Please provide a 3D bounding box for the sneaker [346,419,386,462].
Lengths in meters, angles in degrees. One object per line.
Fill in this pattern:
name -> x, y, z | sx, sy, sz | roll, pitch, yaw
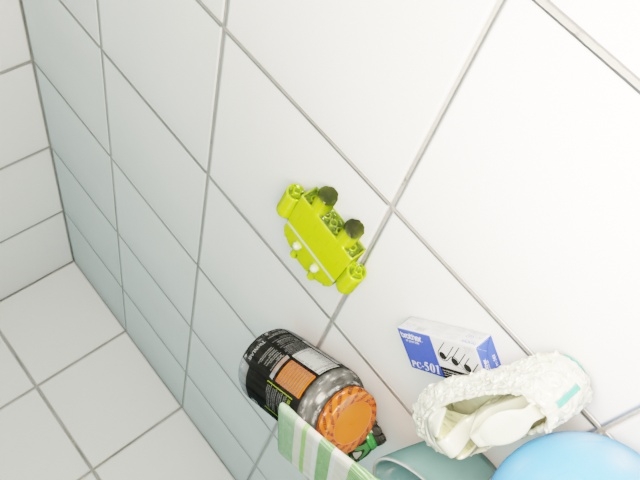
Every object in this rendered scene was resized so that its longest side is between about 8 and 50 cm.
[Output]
sneaker -> 0.011, 0.486, 1.846 | 0.343, 0.146, 0.134 | 6, 124, 57

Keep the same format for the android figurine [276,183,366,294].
android figurine -> 0.000, 0.000, 1.457 | 0.248, 0.056, 0.273 | 53, 151, 8

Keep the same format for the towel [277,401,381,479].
towel -> 0.034, 0.513, 1.558 | 0.324, 0.038, 0.248 | 34, 146, 22

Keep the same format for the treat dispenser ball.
treat dispenser ball -> 0.383, 0.429, 1.032 | 0.288, 0.288, 0.288 | 39, 147, 31

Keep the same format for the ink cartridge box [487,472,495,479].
ink cartridge box -> 0.408, 0.481, 1.266 | 0.191, 0.082, 0.140 | 50, 151, 17

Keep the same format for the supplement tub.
supplement tub -> -0.034, 0.371, 1.732 | 0.338, 0.207, 0.207 | 27, 140, 45

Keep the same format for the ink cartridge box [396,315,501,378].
ink cartridge box -> 0.237, 0.206, 1.295 | 0.207, 0.046, 0.097 | 7, 124, 56

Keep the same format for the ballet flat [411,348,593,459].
ballet flat -> 0.262, 0.293, 1.167 | 0.147, 0.147, 0.409 | 54, 140, 6

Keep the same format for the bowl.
bowl -> 0.272, 0.533, 1.452 | 0.311, 0.163, 0.312 | 39, 147, 32
